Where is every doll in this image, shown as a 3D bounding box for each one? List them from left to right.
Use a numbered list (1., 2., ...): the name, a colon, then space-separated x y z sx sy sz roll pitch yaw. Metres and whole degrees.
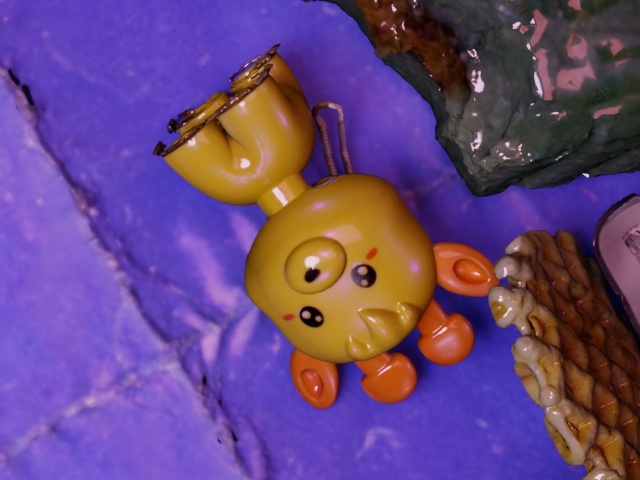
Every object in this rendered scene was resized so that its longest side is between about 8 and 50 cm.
1. doll: 0.000 0.000 1.033 0.143 0.135 0.221 -38 98 12

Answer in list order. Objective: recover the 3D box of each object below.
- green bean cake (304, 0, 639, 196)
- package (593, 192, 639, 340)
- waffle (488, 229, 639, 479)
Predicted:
1. green bean cake: 0.095 -0.187 1.067 0.300 0.169 0.308 -8 83 -19
2. package: 0.275 0.041 1.129 0.166 0.040 0.232 -42 108 -21
3. waffle: 0.158 0.070 1.045 0.036 0.183 0.169 -27 93 23
